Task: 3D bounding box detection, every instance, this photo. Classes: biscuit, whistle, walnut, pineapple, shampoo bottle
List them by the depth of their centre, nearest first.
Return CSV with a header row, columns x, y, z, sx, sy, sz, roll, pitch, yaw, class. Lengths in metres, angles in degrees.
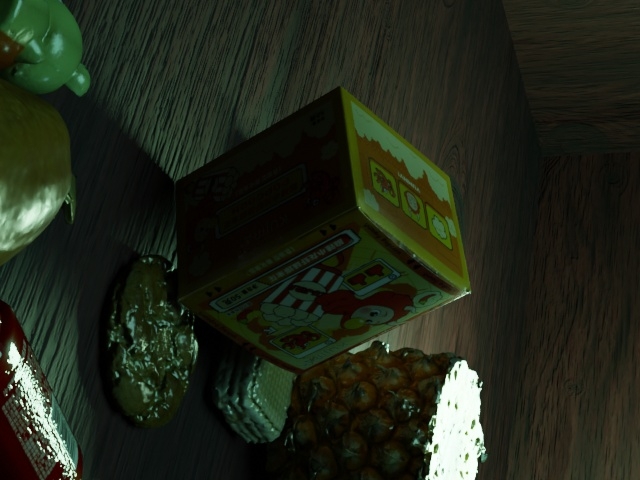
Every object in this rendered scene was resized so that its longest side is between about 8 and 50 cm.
x,y,z,sx,sy,sz,roll,pitch,yaw,class
-0.321,-0.059,1.194,0.336,0.208,0.209,-20,107,-68,walnut
-0.306,0.151,1.338,0.314,0.076,0.118,77,24,-47,shampoo bottle
-0.316,-0.213,1.343,0.106,0.131,0.288,-49,158,4,whistle
-0.204,0.124,1.732,0.226,0.042,0.226,-3,90,-71,biscuit
-0.072,0.078,2.049,0.144,0.078,0.426,59,34,-51,biscuit
0.077,0.312,2.114,0.352,0.300,0.353,-2,90,-72,pineapple

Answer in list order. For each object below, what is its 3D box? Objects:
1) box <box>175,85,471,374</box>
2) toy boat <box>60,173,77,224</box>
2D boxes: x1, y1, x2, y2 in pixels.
x,y,z,sx,sy,sz,roll,pitch,yaw,class
0.000,0.000,1.812,0.259,0.283,0.214,34,36,-43,box
-0.308,-0.067,1.432,0.072,0.064,0.206,-70,154,-15,toy boat
